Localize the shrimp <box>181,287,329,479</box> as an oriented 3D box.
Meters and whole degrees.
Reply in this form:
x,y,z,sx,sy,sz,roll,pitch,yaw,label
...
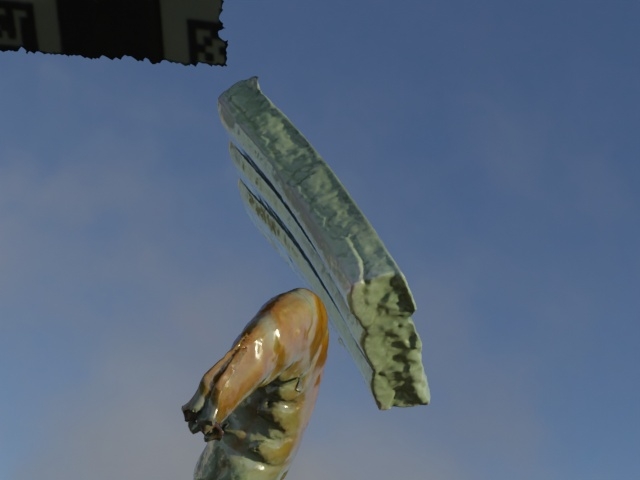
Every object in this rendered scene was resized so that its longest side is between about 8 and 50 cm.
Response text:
x,y,z,sx,sy,sz,roll,pitch,yaw,label
-0.043,0.101,0.852,0.049,0.161,0.166,29,17,10,shrimp

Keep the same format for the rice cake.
x,y,z,sx,sy,sz,roll,pitch,yaw,label
0.000,0.000,1.005,0.043,0.237,0.127,-23,-46,-10,rice cake

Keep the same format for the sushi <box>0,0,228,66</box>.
x,y,z,sx,sy,sz,roll,pitch,yaw,label
-0.193,-0.326,1.174,0.296,0.100,0.373,6,-62,20,sushi
